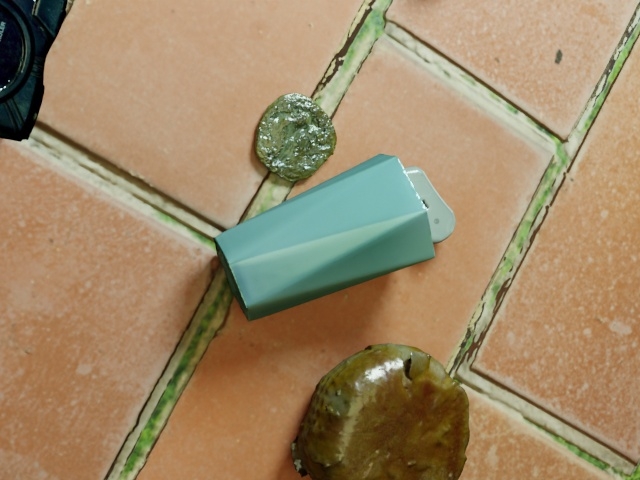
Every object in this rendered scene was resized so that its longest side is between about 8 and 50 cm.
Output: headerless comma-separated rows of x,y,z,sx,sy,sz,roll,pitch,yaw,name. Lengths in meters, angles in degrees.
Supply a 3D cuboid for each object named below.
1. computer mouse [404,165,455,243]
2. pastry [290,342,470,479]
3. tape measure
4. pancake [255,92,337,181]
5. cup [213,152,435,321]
0.125,-0.047,1.378,0.056,0.032,0.110,-34,94,-17,computer mouse
0.075,0.238,1.342,0.229,0.100,0.218,-18,103,-22,pastry
-0.373,-0.210,1.137,0.186,0.112,0.199,17,86,-47,tape measure
-0.032,-0.125,1.326,0.108,0.017,0.108,-1,93,-16,pancake
0.000,0.000,1.283,0.236,0.134,0.148,-23,128,-12,cup
